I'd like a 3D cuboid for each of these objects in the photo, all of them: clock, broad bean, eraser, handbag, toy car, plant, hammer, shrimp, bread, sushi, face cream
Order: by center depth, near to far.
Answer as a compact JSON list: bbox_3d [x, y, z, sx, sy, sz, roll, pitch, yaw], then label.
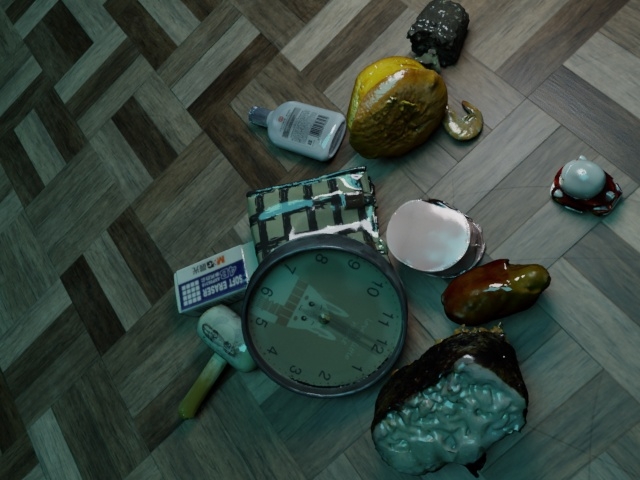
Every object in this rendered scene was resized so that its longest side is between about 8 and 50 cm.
[{"bbox_3d":[0.267,0.342,1.186,0.348,0.207,0.234,-37,99,22],"label":"sushi"},{"bbox_3d":[0.371,0.105,1.229,0.228,0.156,0.122,-28,68,21],"label":"broad bean"},{"bbox_3d":[0.568,-0.122,1.233,0.139,0.112,0.112,35,90,29],"label":"toy car"},{"bbox_3d":[0.008,0.176,1.298,0.385,0.076,0.387,1,106,4],"label":"clock"},{"bbox_3d":[0.265,-0.003,1.330,0.205,0.116,0.179,22,84,28],"label":"handbag"},{"bbox_3d":[0.181,-0.318,1.395,0.268,0.268,0.146,-32,52,13],"label":"bread"},{"bbox_3d":[0.000,0.000,1.426,0.326,0.162,0.326,-16,71,13],"label":"handbag"},{"bbox_3d":[0.342,-0.318,1.430,0.095,0.045,0.163,-28,64,14],"label":"shrimp"},{"bbox_3d":[0.288,-0.502,1.464,0.131,0.142,0.203,20,74,18],"label":"plant"},{"bbox_3d":[-0.274,0.334,1.484,0.201,0.113,0.306,33,95,31],"label":"hammer"},{"bbox_3d":[-0.256,0.104,1.550,0.278,0.081,0.124,-21,66,17],"label":"eraser"},{"bbox_3d":[-0.074,-0.315,1.599,0.291,0.071,0.144,20,83,27],"label":"face cream"}]
